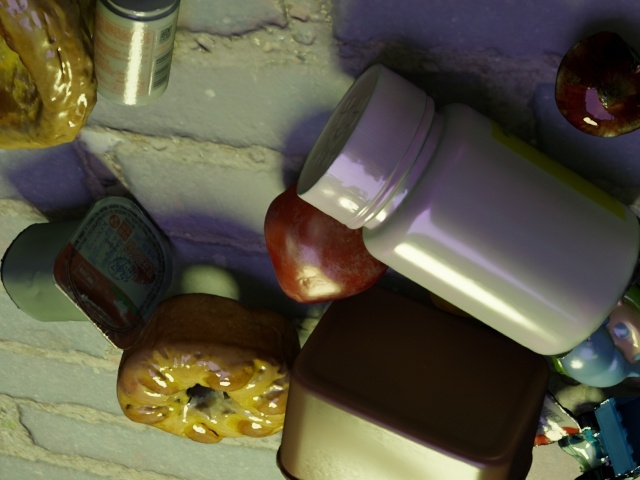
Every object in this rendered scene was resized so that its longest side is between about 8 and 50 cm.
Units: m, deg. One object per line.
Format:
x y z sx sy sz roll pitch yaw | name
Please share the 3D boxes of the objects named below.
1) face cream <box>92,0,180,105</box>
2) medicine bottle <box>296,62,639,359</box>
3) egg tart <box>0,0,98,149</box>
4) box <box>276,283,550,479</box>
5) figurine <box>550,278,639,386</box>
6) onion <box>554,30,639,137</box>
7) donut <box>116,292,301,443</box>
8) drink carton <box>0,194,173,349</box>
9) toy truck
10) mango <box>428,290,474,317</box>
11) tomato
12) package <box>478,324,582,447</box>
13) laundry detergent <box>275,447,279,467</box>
-0.215 -0.276 1.487 0.101 0.101 0.251 19 141 1 | face cream
0.177 -0.034 1.507 0.379 0.213 0.213 30 140 -13 | medicine bottle
-0.396 -0.309 1.435 0.443 0.178 0.443 30 146 23 | egg tart
0.129 0.245 1.771 0.339 0.239 0.229 22 139 16 | box
0.406 0.098 1.632 0.263 0.143 0.162 -26 132 22 | figurine
0.310 -0.166 1.377 0.117 0.118 0.118 50 137 -1 | onion
-0.169 0.201 1.935 0.317 0.150 0.299 -13 148 30 | donut
-0.349 0.045 1.867 0.190 0.191 0.185 -8 134 44 | drink carton
0.437 0.301 1.846 0.126 0.113 0.208 -10 159 -13 | toy truck
0.205 0.058 1.702 0.163 0.089 0.111 -7 135 42 | mango
0.000 0.000 1.677 0.187 0.151 0.187 17 142 13 | tomato
0.267 0.212 1.860 0.232 0.040 0.166 47 145 -7 | package
0.016 0.401 2.177 0.181 0.091 0.253 -3 136 34 | laundry detergent
